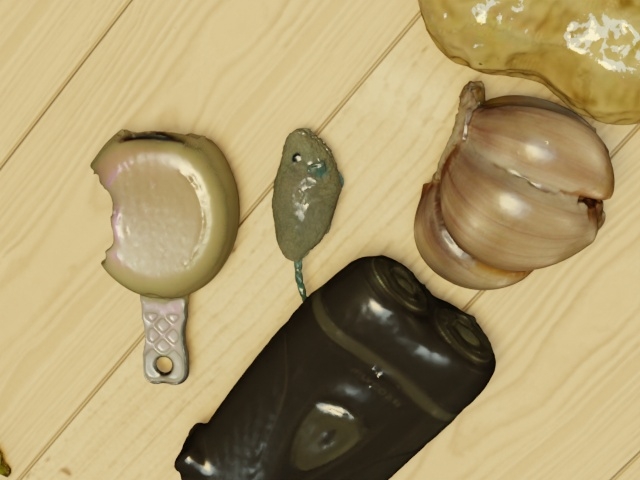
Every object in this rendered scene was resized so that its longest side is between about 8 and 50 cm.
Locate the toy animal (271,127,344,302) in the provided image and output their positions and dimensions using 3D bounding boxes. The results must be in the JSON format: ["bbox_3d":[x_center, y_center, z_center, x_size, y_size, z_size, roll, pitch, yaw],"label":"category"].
[{"bbox_3d":[-0.008,0.005,1.086,0.079,0.070,0.253,-3,103,26],"label":"toy animal"}]

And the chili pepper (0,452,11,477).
[{"bbox_3d":[-0.445,0.205,1.191,0.208,0.043,0.049,37,90,0],"label":"chili pepper"}]

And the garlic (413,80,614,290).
[{"bbox_3d":[0.189,-0.040,1.003,0.191,0.160,0.214,28,99,7],"label":"garlic"}]

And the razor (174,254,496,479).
[{"bbox_3d":[0.012,0.182,1.081,0.204,0.113,0.349,40,107,-10],"label":"razor"}]

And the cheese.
[{"bbox_3d":[-0.173,0.021,1.102,0.163,0.082,0.286,6,101,8],"label":"cheese"}]

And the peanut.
[{"bbox_3d":[0.246,-0.196,0.963,0.325,0.140,0.153,11,75,-8],"label":"peanut"}]
